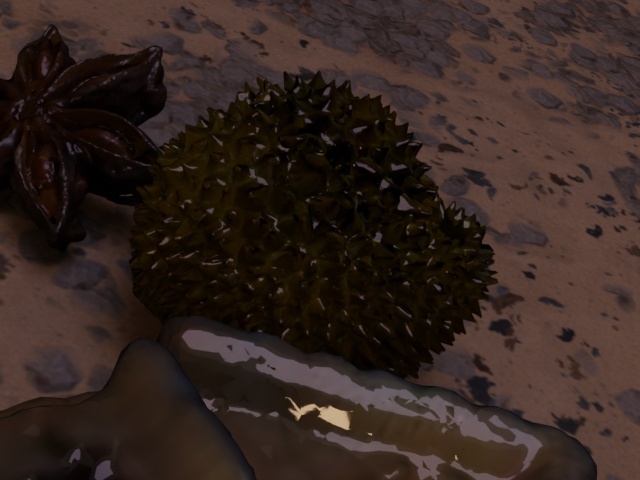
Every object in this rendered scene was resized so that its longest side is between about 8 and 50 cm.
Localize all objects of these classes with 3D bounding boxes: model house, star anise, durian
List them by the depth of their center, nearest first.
[{"bbox_3d":[-0.004,0.263,0.416,0.400,0.395,0.445,-4,38,-38],"label":"model house"},{"bbox_3d":[0.000,0.005,0.912,0.293,0.258,0.258,33,31,-22],"label":"durian"},{"bbox_3d":[-0.217,-0.090,1.015,0.214,0.099,0.220,29,55,16],"label":"star anise"}]
